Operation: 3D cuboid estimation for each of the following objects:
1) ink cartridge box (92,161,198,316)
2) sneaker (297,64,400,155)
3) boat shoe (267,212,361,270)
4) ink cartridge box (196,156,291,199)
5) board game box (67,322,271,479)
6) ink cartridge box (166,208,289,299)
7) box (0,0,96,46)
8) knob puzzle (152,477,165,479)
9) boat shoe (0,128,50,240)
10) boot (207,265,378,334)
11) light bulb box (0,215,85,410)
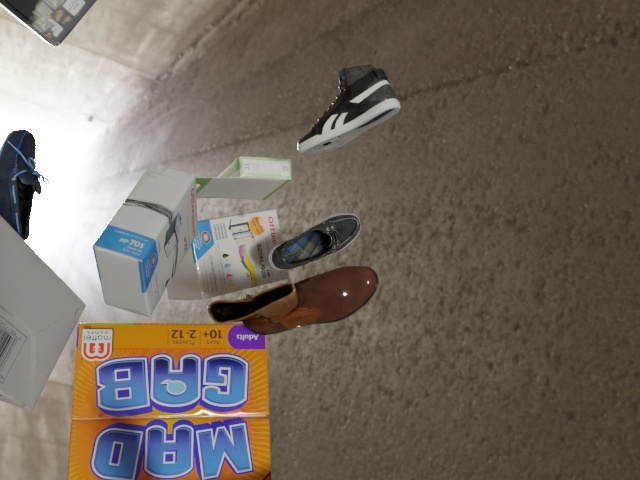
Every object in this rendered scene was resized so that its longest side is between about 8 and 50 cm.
[{"bbox_3d":[-0.261,-0.003,1.086,0.139,0.082,0.190,98,-168,-48],"label":"ink cartridge box"},{"bbox_3d":[0.039,-0.255,1.350,0.217,0.079,0.121,-24,77,22],"label":"sneaker"},{"bbox_3d":[0.000,0.000,1.462,0.076,0.229,0.080,-7,102,62],"label":"boat shoe"},{"bbox_3d":[-0.203,-0.135,1.556,0.171,0.235,0.056,154,115,-62],"label":"ink cartridge box"},{"bbox_3d":[-0.310,0.382,1.439,0.356,0.357,0.356,126,143,-65],"label":"board game box"},{"bbox_3d":[-0.222,0.031,1.618,0.168,0.233,0.171,-7,94,52],"label":"ink cartridge box"},{"bbox_3d":[-0.443,-0.571,1.146,0.395,0.318,0.097,-52,40,-5],"label":"box"},{"bbox_3d":[-0.183,0.380,0.872,0.213,0.030,0.213,-11,-90,-88],"label":"knob puzzle"},{"bbox_3d":[-0.614,-0.108,1.473,0.109,0.089,0.258,46,-137,-71],"label":"boat shoe"},{"bbox_3d":[-0.034,0.089,1.227,0.280,0.264,0.096,54,-157,-75],"label":"boot"},{"bbox_3d":[-0.664,0.088,1.200,0.358,0.361,0.225,77,-151,-59],"label":"light bulb box"}]
